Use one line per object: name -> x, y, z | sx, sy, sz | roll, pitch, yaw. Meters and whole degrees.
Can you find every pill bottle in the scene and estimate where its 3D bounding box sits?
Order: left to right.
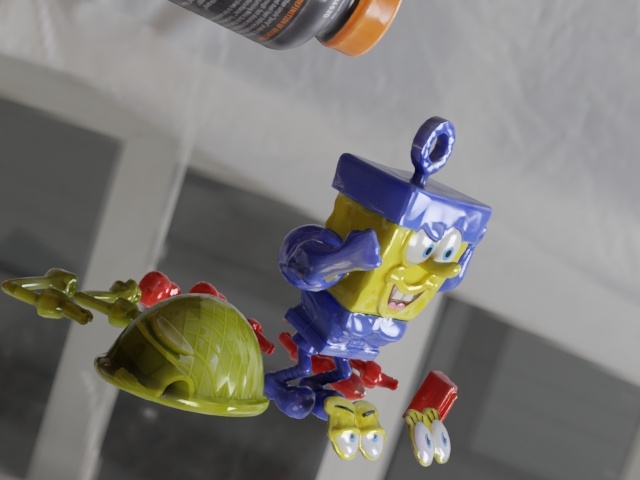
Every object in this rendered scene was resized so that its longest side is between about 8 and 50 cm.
pill bottle -> -0.059, -0.218, 1.388 | 0.245, 0.130, 0.130 | 24, -168, -25

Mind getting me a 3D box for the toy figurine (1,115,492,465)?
toy figurine -> 0.000, 0.000, 1.262 | 0.191, 0.217, 0.362 | 38, -167, 33
